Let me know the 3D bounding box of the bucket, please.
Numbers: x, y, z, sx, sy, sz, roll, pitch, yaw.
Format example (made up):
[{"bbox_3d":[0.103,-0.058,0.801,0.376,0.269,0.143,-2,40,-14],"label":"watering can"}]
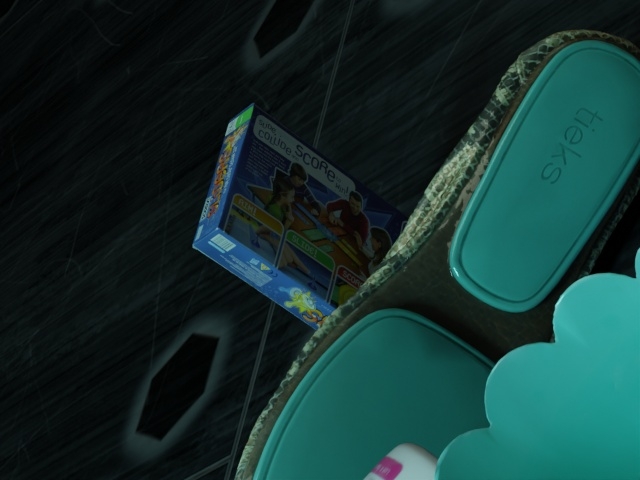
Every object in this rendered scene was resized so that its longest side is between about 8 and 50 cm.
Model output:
[{"bbox_3d":[0.195,0.156,0.925,0.281,0.183,0.281,-42,26,26],"label":"bucket"}]

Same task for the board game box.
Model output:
[{"bbox_3d":[0.000,0.000,1.473,0.035,0.201,0.136,-32,32,41],"label":"board game box"}]

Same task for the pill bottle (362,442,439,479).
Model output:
[{"bbox_3d":[0.010,0.271,1.089,0.283,0.160,0.160,-45,23,-8],"label":"pill bottle"}]

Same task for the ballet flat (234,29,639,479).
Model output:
[{"bbox_3d":[0.089,0.065,1.323,0.483,0.164,0.182,-57,1,-18],"label":"ballet flat"}]
